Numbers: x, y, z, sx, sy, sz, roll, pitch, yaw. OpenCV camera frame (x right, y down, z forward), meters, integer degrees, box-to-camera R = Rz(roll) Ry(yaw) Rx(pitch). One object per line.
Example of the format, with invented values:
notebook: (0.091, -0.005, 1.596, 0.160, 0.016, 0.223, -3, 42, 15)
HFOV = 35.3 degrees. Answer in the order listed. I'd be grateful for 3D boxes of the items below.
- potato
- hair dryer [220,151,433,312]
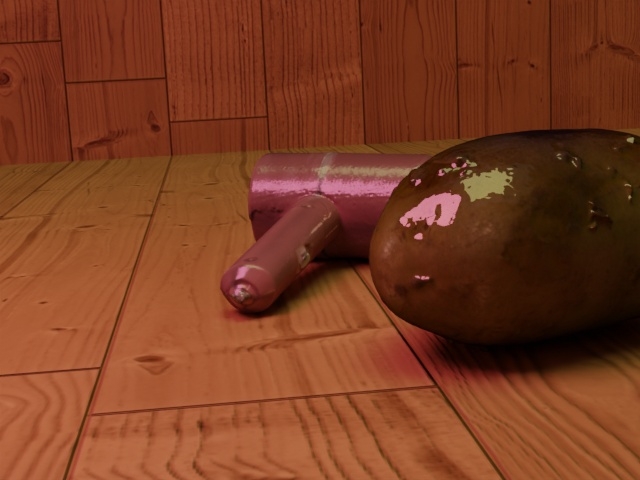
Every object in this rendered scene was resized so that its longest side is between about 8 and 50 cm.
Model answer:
potato: (0.174, -0.004, 0.825, 0.307, 0.173, 0.210, -7, 13, -37)
hair dryer: (0.000, 0.000, 1.072, 0.210, 0.125, 0.352, 2, 21, 19)
